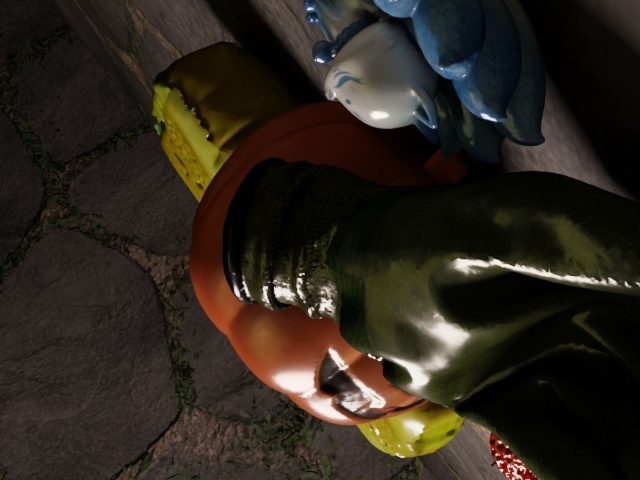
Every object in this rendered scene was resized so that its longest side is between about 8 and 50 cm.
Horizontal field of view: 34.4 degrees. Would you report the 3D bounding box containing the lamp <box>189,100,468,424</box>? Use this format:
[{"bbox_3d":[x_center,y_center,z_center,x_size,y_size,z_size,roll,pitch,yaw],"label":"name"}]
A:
[{"bbox_3d":[0.023,0.006,0.599,0.187,0.164,0.188,40,-163,-15],"label":"lamp"}]

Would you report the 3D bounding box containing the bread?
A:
[{"bbox_3d":[0.000,0.000,0.846,0.384,0.112,0.166,55,163,7],"label":"bread"}]

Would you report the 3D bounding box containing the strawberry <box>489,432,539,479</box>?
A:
[{"bbox_3d":[0.159,0.138,0.723,0.073,0.073,0.083,52,157,4],"label":"strawberry"}]

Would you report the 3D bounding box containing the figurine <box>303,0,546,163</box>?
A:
[{"bbox_3d":[0.044,-0.068,0.400,0.114,0.079,0.114,48,167,15],"label":"figurine"}]

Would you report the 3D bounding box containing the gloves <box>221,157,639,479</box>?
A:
[{"bbox_3d":[0.077,0.029,0.424,0.268,0.107,0.135,27,133,34],"label":"gloves"}]
